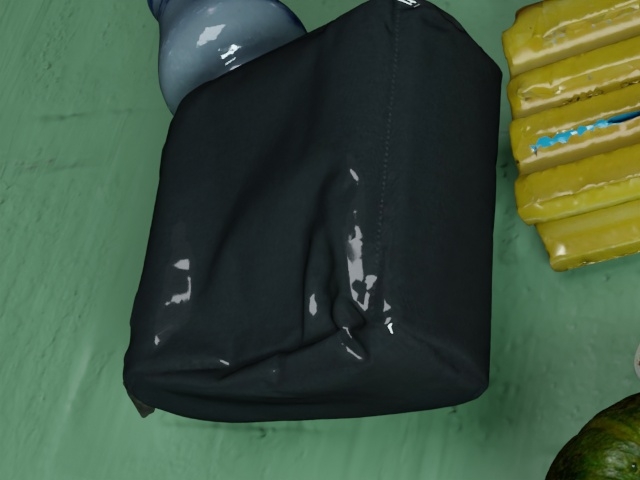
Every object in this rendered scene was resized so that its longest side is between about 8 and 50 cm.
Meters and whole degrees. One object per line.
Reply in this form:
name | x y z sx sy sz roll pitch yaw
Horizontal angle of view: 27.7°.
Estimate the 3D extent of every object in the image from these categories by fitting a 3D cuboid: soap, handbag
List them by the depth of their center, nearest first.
soap | 0.297 -0.112 0.923 0.325 0.096 0.204 -15 51 22
handbag | 0.003 0.001 0.979 0.275 0.178 0.301 -21 51 39

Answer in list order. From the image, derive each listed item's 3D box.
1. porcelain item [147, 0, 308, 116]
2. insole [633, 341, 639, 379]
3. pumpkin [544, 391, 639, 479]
porcelain item | -0.092 -0.181 1.195 0.141 0.141 0.259 -37 40 4
insole | 0.291 0.028 0.896 0.197 0.004 0.065 -46 47 -3
pumpkin | 0.233 0.206 0.700 0.260 0.189 0.260 -5 44 5
